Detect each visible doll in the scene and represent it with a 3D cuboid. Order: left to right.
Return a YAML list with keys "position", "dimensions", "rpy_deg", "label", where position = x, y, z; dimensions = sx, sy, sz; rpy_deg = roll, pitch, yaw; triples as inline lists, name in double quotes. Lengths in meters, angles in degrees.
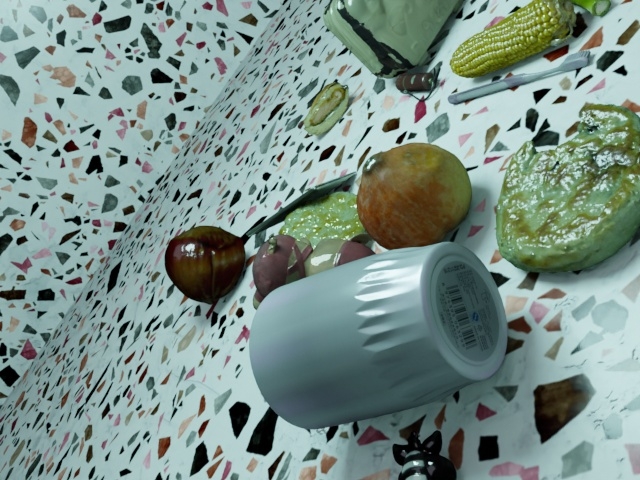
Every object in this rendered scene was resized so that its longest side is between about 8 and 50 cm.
- position: [-0.005, 0.074, 1.371]
  dimensions: [0.152, 0.255, 0.196]
  rpy_deg: [-37, -47, -79]
  label: "doll"
- position: [0.146, 0.363, 0.947]
  dimensions: [0.091, 0.067, 0.219]
  rpy_deg: [-33, 39, 31]
  label: "doll"

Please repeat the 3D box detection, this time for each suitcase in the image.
- position: [0.171, -0.622, 1.729]
  dimensions: [0.352, 0.339, 0.194]
  rpy_deg: [-57, 26, -14]
  label: "suitcase"

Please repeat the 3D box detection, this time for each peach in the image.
- position: [0.159, -0.088, 1.273]
  dimensions: [0.232, 0.232, 0.232]
  rpy_deg: [-39, 30, 28]
  label: "peach"

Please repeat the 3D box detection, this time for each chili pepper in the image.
- position: [0.494, -0.477, 1.365]
  dimensions: [0.052, 0.050, 0.202]
  rpy_deg: [-51, 26, 7]
  label: "chili pepper"

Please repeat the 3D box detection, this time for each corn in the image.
- position: [0.388, -0.406, 1.416]
  dimensions: [0.293, 0.106, 0.106]
  rpy_deg: [-18, 44, 55]
  label: "corn"

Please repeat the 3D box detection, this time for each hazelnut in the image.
- position: [-0.320, 0.068, 1.907]
  dimensions: [0.229, 0.229, 0.229]
  rpy_deg: [-39, 30, 28]
  label: "hazelnut"

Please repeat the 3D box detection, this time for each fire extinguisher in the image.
- position: [0.239, -0.377, 1.685]
  dimensions: [0.157, 0.045, 0.078]
  rpy_deg: [19, 104, 62]
  label: "fire extinguisher"

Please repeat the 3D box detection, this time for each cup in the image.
- position: [0.085, 0.153, 1.096]
  dimensions: [0.371, 0.253, 0.253]
  rpy_deg: [-23, 41, 42]
  label: "cup"

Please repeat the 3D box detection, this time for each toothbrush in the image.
- position: [0.387, -0.323, 1.394]
  dimensions: [0.354, 0.024, 0.029]
  rpy_deg: [-5, 49, 57]
  label: "toothbrush"

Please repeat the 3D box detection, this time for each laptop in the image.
- position: [-0.048, -0.091, 1.736]
  dimensions: [0.269, 0.015, 0.187]
  rpy_deg: [-32, -3, 38]
  label: "laptop"

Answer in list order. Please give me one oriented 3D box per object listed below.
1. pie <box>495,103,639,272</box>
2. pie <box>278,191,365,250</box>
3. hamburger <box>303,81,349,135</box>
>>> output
- position: [0.383, -0.077, 1.068]
  dimensions: [0.302, 0.067, 0.302]
  rpy_deg: [-38, 30, 27]
  label: "pie"
- position: [0.007, -0.002, 1.563]
  dimensions: [0.257, 0.105, 0.274]
  rpy_deg: [-31, 34, 23]
  label: "pie"
- position: [0.021, -0.387, 2.014]
  dimensions: [0.176, 0.087, 0.102]
  rpy_deg: [-54, 15, 16]
  label: "hamburger"
